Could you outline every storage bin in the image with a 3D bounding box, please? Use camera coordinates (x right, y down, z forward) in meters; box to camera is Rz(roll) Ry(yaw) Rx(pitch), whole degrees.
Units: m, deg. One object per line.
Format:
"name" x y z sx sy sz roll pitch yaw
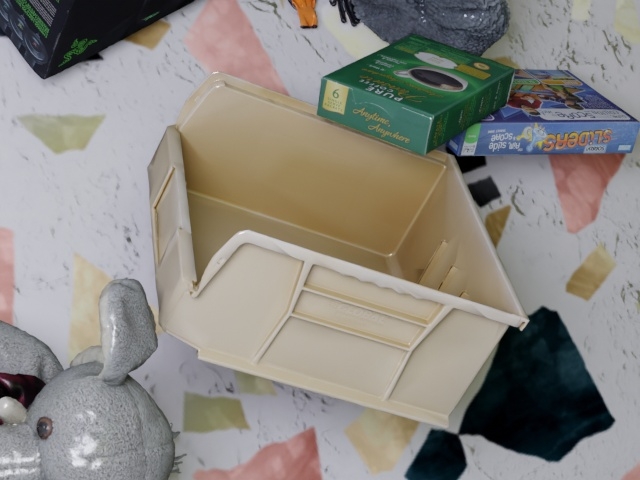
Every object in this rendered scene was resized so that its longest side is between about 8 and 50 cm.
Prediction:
"storage bin" 0.000 0.000 1.160 0.260 0.123 0.262 18 28 -20

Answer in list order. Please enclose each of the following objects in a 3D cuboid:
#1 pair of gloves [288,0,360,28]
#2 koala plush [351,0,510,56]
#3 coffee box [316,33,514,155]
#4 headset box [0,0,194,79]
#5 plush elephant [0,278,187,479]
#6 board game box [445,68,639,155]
"pair of gloves" 0.002 -0.242 1.376 0.083 0.010 0.074 -7 76 -30
"koala plush" 0.136 -0.305 1.366 0.221 0.196 0.203 -57 133 -32
"coffee box" 0.088 -0.134 1.257 0.113 0.040 0.184 22 29 21
"headset box" -0.150 -0.288 1.163 0.246 0.283 0.131 -35 84 -31
"plush elephant" -0.215 0.164 1.005 0.330 0.255 0.272 -5 77 -27
"board game box" 0.191 -0.127 1.368 0.201 0.136 0.035 -2 120 -26
